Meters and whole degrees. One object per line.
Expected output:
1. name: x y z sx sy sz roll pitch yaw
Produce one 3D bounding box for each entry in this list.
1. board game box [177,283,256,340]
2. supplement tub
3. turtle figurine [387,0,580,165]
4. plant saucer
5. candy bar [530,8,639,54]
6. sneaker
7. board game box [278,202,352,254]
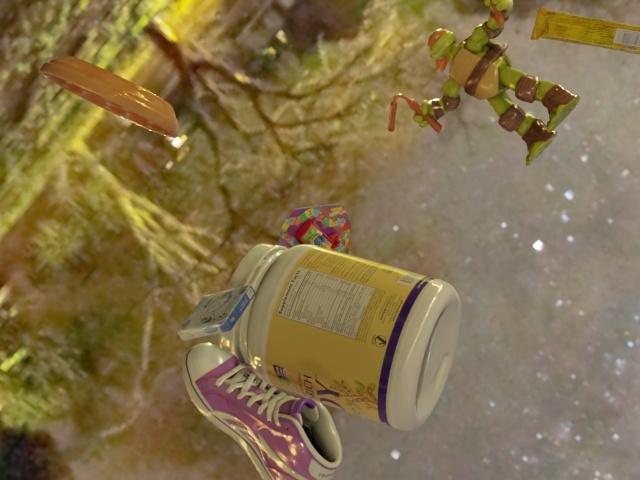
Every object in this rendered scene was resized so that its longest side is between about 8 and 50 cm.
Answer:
1. board game box: -0.149 0.103 1.458 0.090 0.020 0.090 -14 -154 31
2. supplement tub: 0.032 0.142 1.609 0.241 0.331 0.241 -48 145 -49
3. turtle figurine: 0.204 -0.194 1.274 0.087 0.217 0.269 -34 160 -47
4. plant saucer: -0.277 -0.197 1.365 0.037 0.200 0.200 -64 -170 -3
5. candy bar: 0.328 -0.241 1.190 0.018 0.162 0.040 31 75 -68
6. sneaker: -0.074 0.230 1.449 0.102 0.282 0.161 -35 166 -42
7. board game box: 0.000 0.000 1.968 0.033 0.169 0.133 21 -66 55
